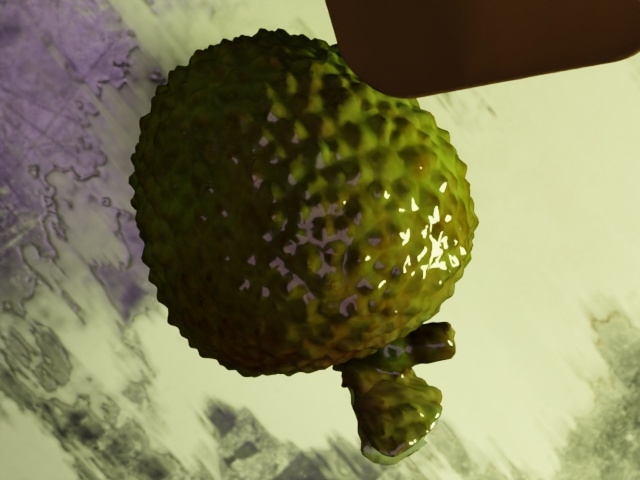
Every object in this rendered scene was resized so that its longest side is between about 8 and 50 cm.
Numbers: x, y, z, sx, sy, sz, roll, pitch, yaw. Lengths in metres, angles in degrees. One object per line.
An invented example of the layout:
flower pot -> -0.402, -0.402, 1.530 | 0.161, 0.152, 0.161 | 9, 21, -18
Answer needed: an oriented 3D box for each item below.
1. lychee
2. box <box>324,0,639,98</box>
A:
lychee -> -0.006, -0.010, 1.405 | 0.320, 0.270, 0.270 | 36, 104, -16
box -> 0.119, -0.306, 1.298 | 0.239, 0.229, 0.339 | -10, 109, 22
